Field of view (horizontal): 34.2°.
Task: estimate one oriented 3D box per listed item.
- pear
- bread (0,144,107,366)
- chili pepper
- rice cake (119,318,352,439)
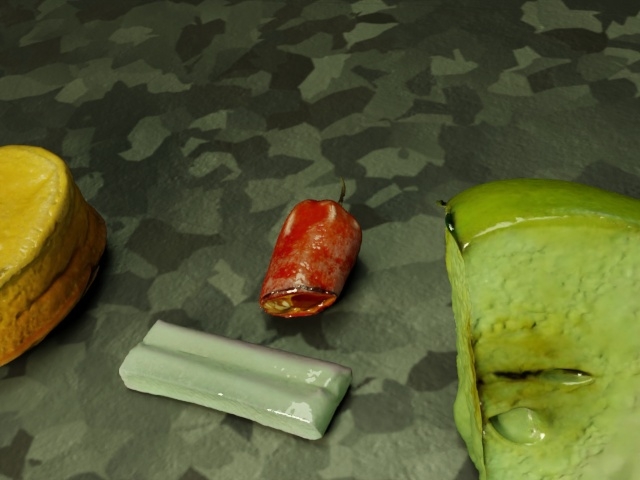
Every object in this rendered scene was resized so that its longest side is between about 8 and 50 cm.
[{"bbox_3d":[0.242,0.067,0.844,0.282,0.286,0.176,-7,24,6],"label":"pear"},{"bbox_3d":[-0.348,0.021,1.102,0.196,0.142,0.269,11,49,20],"label":"bread"},{"bbox_3d":[0.000,0.000,1.091,0.086,0.084,0.192,16,52,5],"label":"chili pepper"},{"bbox_3d":[-0.084,0.129,1.003,0.222,0.042,0.080,11,49,24],"label":"rice cake"}]
